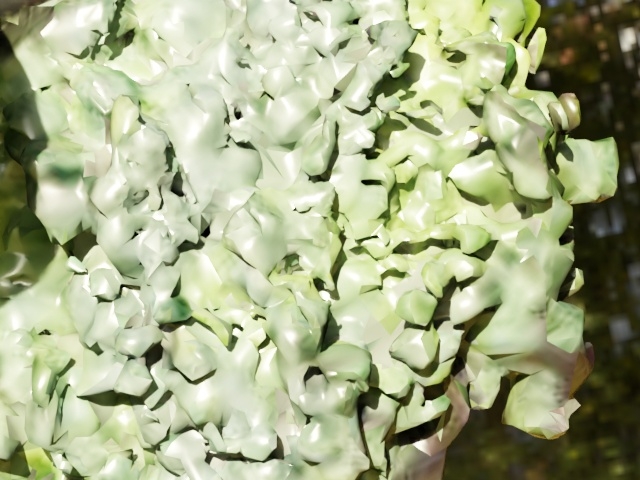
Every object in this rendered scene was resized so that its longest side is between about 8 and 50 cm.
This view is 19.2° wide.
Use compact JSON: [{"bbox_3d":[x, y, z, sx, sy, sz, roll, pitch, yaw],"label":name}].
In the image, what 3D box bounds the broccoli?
[{"bbox_3d":[-0.002,0.007,0.494,0.165,0.145,0.304,-24,-9,8],"label":"broccoli"}]
